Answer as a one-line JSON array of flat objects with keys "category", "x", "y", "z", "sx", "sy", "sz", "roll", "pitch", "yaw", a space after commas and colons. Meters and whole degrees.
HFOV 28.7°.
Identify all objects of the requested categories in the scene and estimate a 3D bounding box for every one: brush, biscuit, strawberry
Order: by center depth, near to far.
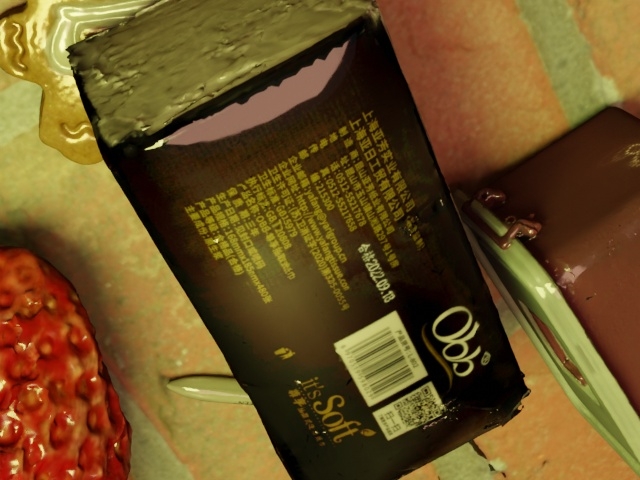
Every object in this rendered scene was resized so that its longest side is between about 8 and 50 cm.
[{"category": "biscuit", "x": -0.146, "y": -0.171, "z": 0.886, "sx": 0.184, "sy": 0.035, "sz": 0.249, "roll": -6, "pitch": 118, "yaw": -10}, {"category": "strawberry", "x": -0.271, "y": 0.188, "z": 0.934, "sx": 0.292, "sy": 0.291, "sz": 0.310, "roll": 44, "pitch": 57, "yaw": -28}, {"category": "brush", "x": 0.015, "y": 0.135, "z": 1.088, "sx": 0.299, "sy": 0.039, "sz": 0.042, "roll": 8, "pitch": 112, "yaw": -13}]

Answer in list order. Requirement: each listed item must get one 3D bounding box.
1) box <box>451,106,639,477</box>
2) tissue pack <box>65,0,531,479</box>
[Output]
[{"category": "box", "x": 0.253, "y": 0.045, "z": 1.008, "sx": 0.167, "sy": 0.193, "sz": 0.294, "roll": -37, "pitch": 119, "yaw": -2}, {"category": "tissue pack", "x": 0.000, "y": 0.000, "z": 0.896, "sx": 0.210, "sy": 0.198, "sz": 0.370, "roll": -29, "pitch": 126, "yaw": -6}]
